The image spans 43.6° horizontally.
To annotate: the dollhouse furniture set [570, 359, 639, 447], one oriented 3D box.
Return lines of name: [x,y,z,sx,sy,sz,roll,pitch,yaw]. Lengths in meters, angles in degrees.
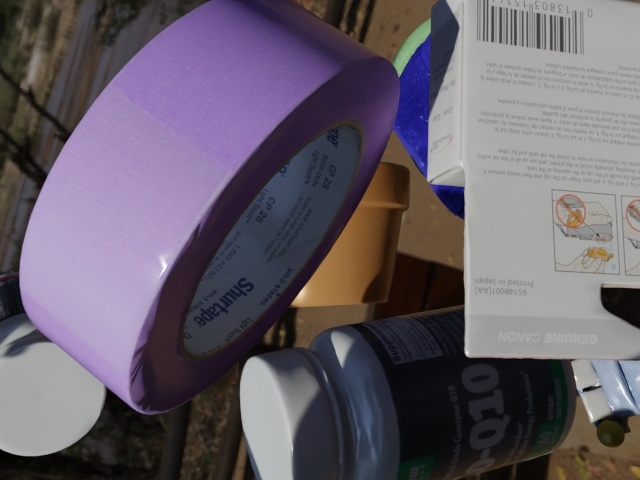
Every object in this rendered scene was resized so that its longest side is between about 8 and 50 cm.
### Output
dollhouse furniture set: [0.489,0.152,1.218,0.286,0.198,0.303,-26,80,34]

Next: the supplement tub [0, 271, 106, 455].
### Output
supplement tub: [-0.426,0.172,1.168,0.272,0.191,0.191,33,106,57]

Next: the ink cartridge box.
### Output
ink cartridge box: [0.226,-0.042,0.590,0.066,0.296,0.261,156,117,-73]

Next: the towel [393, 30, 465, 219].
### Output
towel: [0.192,-0.176,0.905,0.228,0.076,0.308,55,144,17]

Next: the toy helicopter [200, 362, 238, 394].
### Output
toy helicopter: [-0.247,0.089,1.121,0.355,0.235,0.140,43,135,33]

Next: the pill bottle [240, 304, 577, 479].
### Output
pill bottle: [0.101,0.191,0.951,0.204,0.361,0.204,172,90,-67]

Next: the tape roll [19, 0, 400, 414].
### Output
tape roll: [-0.062,-0.021,0.534,0.275,0.090,0.275,-50,-14,-17]

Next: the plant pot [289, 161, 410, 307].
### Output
plant pot: [0.000,0.000,1.233,0.291,0.290,0.204,-14,79,64]

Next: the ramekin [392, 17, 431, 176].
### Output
ramekin: [0.265,-0.215,1.283,0.303,0.303,0.148,-55,27,37]
